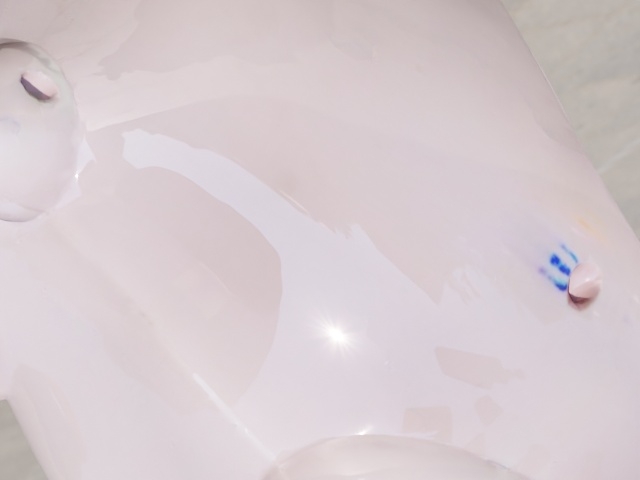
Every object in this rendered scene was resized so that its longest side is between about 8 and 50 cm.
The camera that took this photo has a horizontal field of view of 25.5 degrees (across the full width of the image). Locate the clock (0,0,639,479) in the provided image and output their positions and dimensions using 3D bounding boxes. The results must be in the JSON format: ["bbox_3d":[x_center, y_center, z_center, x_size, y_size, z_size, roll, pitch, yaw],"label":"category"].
[{"bbox_3d":[0.000,0.000,0.623,0.250,0.368,0.377,-38,119,16],"label":"clock"}]
